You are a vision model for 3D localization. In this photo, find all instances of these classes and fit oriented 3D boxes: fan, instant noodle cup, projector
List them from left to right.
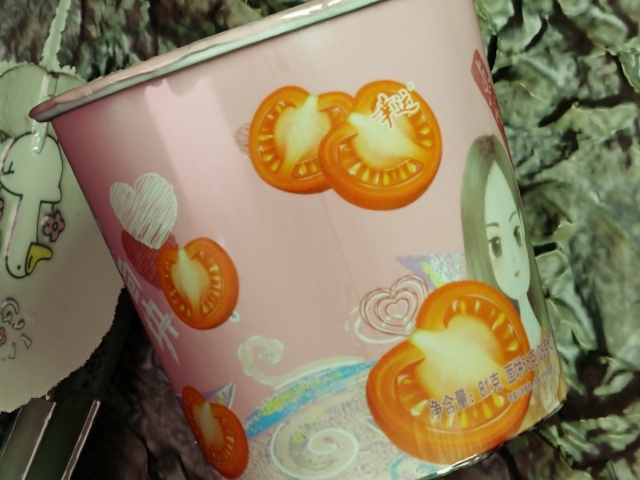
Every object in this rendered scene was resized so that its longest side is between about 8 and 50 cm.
[{"bbox_3d":[-0.252,0.110,1.186,0.193,0.088,0.269,27,97,37],"label":"projector"},{"bbox_3d":[-0.180,-0.086,1.097,0.233,0.012,0.414,21,98,36],"label":"fan"},{"bbox_3d":[0.000,0.000,0.871,0.243,0.243,0.231,-13,98,45],"label":"instant noodle cup"}]
